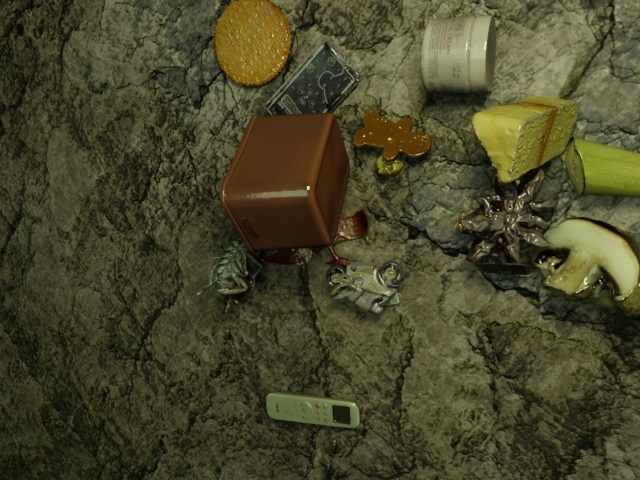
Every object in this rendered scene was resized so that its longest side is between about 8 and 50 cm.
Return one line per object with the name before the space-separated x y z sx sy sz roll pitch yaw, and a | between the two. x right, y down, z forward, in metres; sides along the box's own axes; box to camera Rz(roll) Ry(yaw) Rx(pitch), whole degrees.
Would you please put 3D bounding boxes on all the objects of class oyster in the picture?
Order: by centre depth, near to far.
oyster | 0.414 -0.055 1.426 0.148 0.051 0.103 -4 110 -9

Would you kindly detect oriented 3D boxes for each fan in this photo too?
fan | 0.439 0.061 1.356 0.132 0.220 0.009 -1 75 25

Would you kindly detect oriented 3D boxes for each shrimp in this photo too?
shrimp | -0.242 0.049 1.672 0.221 0.166 0.410 36 98 49

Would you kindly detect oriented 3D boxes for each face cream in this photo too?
face cream | 0.331 -0.442 1.333 0.153 0.177 0.177 6 101 22

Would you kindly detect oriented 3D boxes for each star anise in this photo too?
star anise | 0.455 -0.052 1.344 0.212 0.129 0.282 37 97 -10

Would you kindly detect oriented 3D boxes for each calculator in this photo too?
calculator | -0.028 -0.411 1.568 0.274 0.028 0.165 -43 81 23

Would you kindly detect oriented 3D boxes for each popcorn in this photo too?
popcorn | 0.184 -0.212 1.497 0.068 0.059 0.083 27 92 29

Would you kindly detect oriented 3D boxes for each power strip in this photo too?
power strip | 0.184 0.164 1.581 0.090 0.016 0.040 -14 94 23

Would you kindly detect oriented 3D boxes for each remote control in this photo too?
remote control | -0.024 0.519 1.714 0.309 0.038 0.090 1 99 22

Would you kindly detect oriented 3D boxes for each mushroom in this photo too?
mushroom | 0.651 0.065 1.297 0.267 0.164 0.189 14 78 54

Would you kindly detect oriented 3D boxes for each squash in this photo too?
squash | 0.701 -0.140 1.273 0.287 0.137 0.137 17 105 10

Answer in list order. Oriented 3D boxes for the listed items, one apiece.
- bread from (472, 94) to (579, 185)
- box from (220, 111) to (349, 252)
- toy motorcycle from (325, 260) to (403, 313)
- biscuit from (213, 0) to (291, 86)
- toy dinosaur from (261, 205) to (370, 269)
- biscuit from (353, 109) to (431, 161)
bread | 0.474 -0.255 1.265 0.178 0.266 0.142 54 141 13
box | -0.073 -0.154 1.448 0.229 0.339 0.239 -1 140 19
toy motorcycle | 0.127 0.134 1.550 0.225 0.073 0.152 -6 103 22
biscuit | -0.196 -0.572 1.607 0.254 0.035 0.254 4 99 23
toy dinosaur | -0.008 -0.006 1.581 0.327 0.113 0.206 2 102 23
biscuit | 0.194 -0.268 1.473 0.205 0.031 0.138 19 72 20
